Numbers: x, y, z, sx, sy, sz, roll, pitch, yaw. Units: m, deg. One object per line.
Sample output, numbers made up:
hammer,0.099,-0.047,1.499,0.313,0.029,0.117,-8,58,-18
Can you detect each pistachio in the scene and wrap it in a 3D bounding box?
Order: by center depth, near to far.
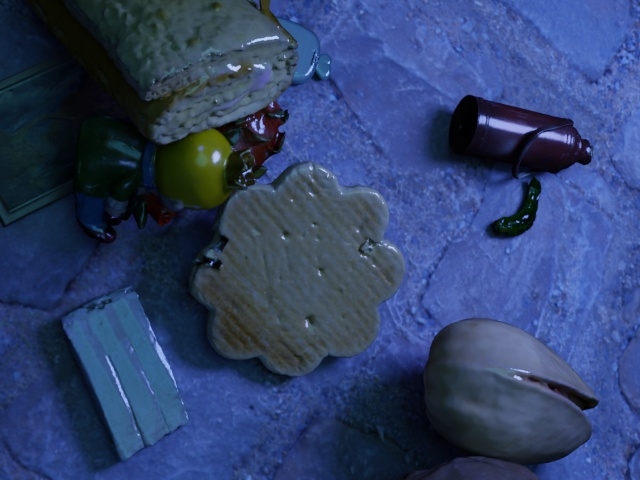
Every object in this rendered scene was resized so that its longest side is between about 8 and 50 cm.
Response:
pistachio,0.271,0.221,1.724,0.318,0.214,0.193,21,70,-32

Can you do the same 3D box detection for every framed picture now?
framed picture,-0.365,-0.153,1.650,0.250,0.016,0.184,-29,91,-24

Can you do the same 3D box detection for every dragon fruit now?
dragon fruit,-0.139,-0.121,1.679,0.137,0.135,0.235,33,90,-2

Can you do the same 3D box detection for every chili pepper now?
chili pepper,0.320,-0.043,1.890,0.118,0.035,0.055,-47,115,-19

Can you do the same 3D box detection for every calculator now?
calculator,-0.051,-0.283,1.798,0.153,0.021,0.095,20,73,-14

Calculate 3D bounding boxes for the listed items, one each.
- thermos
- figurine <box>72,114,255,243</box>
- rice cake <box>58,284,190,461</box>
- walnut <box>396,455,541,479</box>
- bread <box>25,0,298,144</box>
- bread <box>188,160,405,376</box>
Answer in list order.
thermos,0.324,-0.162,1.886,0.232,0.099,0.124,9,38,-21
figurine,-0.204,-0.072,1.587,0.234,0.127,0.185,7,116,-3
rice cake,-0.263,0.175,1.613,0.124,0.038,0.211,-28,90,-23
walnut,0.197,0.413,1.631,0.273,0.227,0.273,-6,103,-26
bread,-0.215,-0.301,1.571,0.237,0.165,0.375,-25,54,-24
bread,-0.031,0.041,1.677,0.316,0.054,0.315,-4,102,-19
